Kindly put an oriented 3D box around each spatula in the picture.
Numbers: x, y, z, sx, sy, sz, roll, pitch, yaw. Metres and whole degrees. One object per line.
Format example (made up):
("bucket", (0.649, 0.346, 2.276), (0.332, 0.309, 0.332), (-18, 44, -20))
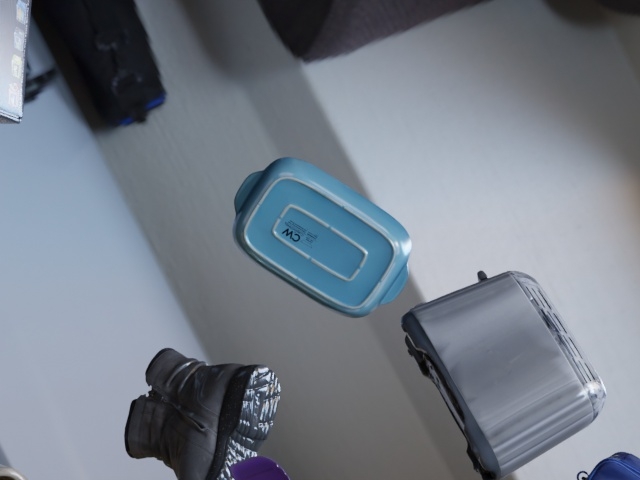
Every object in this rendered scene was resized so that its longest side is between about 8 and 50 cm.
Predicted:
("spatula", (0.007, 0.368, 1.337), (0.084, 0.296, 0.030), (-29, -157, 40))

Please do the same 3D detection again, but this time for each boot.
("boot", (-0.202, 0.330, 1.625), (0.222, 0.118, 0.338), (1, -122, 33))

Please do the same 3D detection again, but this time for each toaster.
("toaster", (0.191, 0.141, 1.128), (0.146, 0.227, 0.129), (-28, 155, -2))

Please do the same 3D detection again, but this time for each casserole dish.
("casserole dish", (0.000, 0.000, 1.060), (0.114, 0.188, 0.037), (-57, -179, 8))

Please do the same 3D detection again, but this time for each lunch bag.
("lunch bag", (0.240, 0.208, 0.841), (0.067, 0.098, 0.065), (-62, 159, 8))

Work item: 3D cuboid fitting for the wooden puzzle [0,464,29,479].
("wooden puzzle", (-0.369, 0.373, 1.470), (0.044, 0.238, 0.221), (-54, -162, -23))

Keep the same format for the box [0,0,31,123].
("box", (-0.535, -0.394, 1.630), (0.097, 0.395, 0.318), (4, 176, 12))
